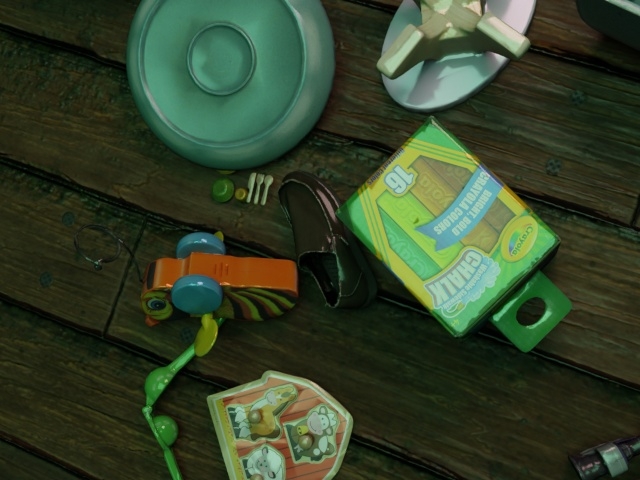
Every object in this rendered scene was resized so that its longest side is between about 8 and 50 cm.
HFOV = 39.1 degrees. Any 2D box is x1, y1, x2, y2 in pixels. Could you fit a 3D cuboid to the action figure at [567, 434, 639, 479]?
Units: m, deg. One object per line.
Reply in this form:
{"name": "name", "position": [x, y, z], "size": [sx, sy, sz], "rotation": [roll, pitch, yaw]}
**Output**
{"name": "action figure", "position": [0.460, 0.246, 1.125], "size": [0.285, 0.099, 0.185], "rotation": [-30, 71, 4]}

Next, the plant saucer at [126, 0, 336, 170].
{"name": "plant saucer", "position": [-0.137, -0.258, 1.284], "size": [0.317, 0.043, 0.318], "rotation": [2, 97, 12]}

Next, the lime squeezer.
{"name": "lime squeezer", "position": [-0.205, 0.251, 1.306], "size": [0.109, 0.059, 0.311], "rotation": [8, 84, -19]}

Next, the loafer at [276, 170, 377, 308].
{"name": "loafer", "position": [0.000, 0.000, 1.251], "size": [0.080, 0.078, 0.220], "rotation": [-42, 74, 41]}

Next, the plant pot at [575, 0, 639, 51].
{"name": "plant pot", "position": [0.469, -0.328, 1.106], "size": [0.247, 0.252, 0.247], "rotation": [31, 92, 14]}

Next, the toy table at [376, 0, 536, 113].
{"name": "toy table", "position": [0.179, -0.311, 1.220], "size": [0.252, 0.161, 0.274], "rotation": [28, 91, 15]}

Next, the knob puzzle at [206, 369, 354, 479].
{"name": "knob puzzle", "position": [-0.048, 0.275, 1.259], "size": [0.213, 0.030, 0.213], "rotation": [0, 87, 8]}

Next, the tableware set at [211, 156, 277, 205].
{"name": "tableware set", "position": [-0.108, -0.128, 1.336], "size": [0.104, 0.024, 0.154], "rotation": [10, 87, 17]}

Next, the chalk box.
{"name": "chalk box", "position": [0.191, 0.014, 1.167], "size": [0.180, 0.179, 0.289], "rotation": [-46, 76, 5]}

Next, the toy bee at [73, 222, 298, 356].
{"name": "toy bee", "position": [-0.187, 0.060, 1.275], "size": [0.298, 0.162, 0.195], "rotation": [27, 48, 0]}
